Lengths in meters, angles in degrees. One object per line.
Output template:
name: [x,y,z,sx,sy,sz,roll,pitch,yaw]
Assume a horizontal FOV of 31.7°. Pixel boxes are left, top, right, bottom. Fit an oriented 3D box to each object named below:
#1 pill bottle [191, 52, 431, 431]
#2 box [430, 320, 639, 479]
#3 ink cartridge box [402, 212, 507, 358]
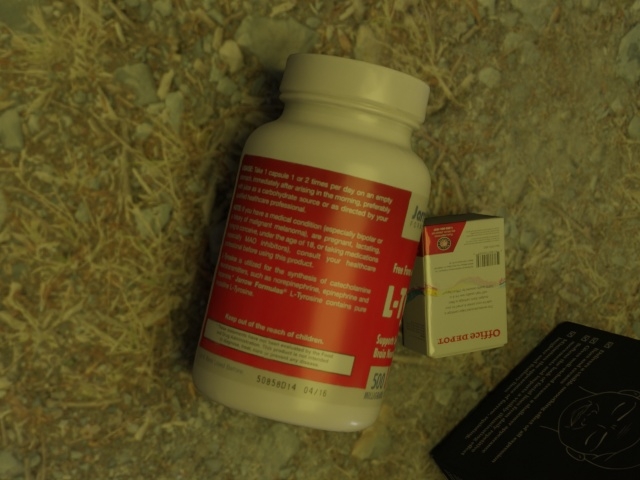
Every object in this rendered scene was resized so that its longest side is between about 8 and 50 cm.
pill bottle: [0.000,0.000,1.324,0.229,0.229,0.408,13,91,-26]
box: [0.391,0.302,1.456,0.293,0.395,0.212,-41,111,-15]
ink cartridge box: [0.176,0.058,1.502,0.127,0.072,0.175,-6,99,-25]
